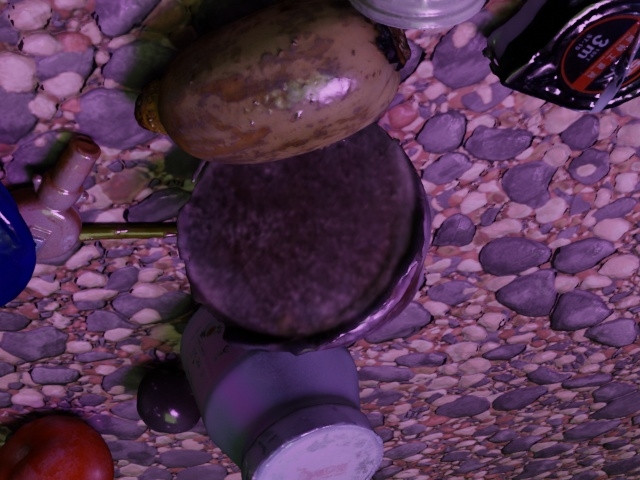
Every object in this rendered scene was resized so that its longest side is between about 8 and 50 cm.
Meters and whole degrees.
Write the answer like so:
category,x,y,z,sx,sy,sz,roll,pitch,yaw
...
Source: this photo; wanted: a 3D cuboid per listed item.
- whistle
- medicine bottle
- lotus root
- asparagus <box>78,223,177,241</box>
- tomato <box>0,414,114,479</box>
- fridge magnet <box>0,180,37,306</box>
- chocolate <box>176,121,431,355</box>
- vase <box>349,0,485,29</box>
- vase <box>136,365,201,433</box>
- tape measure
category,x,y,z,sx,sy,sz,roll,pitch,yaw
whistle,-0.334,-0.044,1.026,0.107,0.057,0.220,23,129,-30
medicine bottle,-0.053,0.231,1.216,0.245,0.290,0.245,-15,131,-18
lotus root,-0.057,-0.161,0.883,0.309,0.173,0.173,-17,143,19
asparagus,-0.206,-0.011,1.131,0.248,0.024,0.025,0,-176,-15
tomato,-0.468,0.417,1.458,0.208,0.208,0.184,-24,126,15
fridge magnet,-0.457,-0.016,0.953,0.265,0.113,0.265,4,135,4
chocolate,0.000,0.000,1.020,0.303,0.303,0.213,-22,160,13
vase,0.092,-0.345,0.700,0.143,0.143,0.299,-7,139,-7
vase,-0.220,0.242,1.389,0.183,0.120,0.120,-40,137,12
tape measure,0.307,-0.230,0.922,0.181,0.107,0.182,18,134,-30
